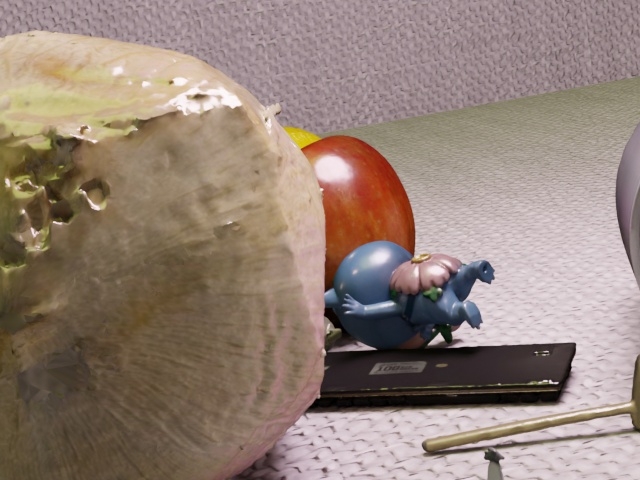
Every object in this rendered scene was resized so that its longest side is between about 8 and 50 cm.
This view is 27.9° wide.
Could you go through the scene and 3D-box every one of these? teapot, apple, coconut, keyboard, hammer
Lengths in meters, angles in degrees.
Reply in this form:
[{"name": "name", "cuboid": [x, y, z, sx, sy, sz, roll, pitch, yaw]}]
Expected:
[{"name": "teapot", "cuboid": [-0.012, 0.101, 1.316, 0.067, 0.057, 0.083, -9, 5, 19]}, {"name": "apple", "cuboid": [0.000, 0.000, 1.428, 0.230, 0.230, 0.230, -9, 11, 2]}, {"name": "coconut", "cuboid": [-0.178, 0.029, 0.986, 0.404, 0.405, 0.404, -9, 11, 2]}, {"name": "keyboard", "cuboid": [0.074, 0.127, 1.192, 0.317, 0.027, 0.106, -5, 16, 22]}, {"name": "hammer", "cuboid": [0.173, 0.135, 1.017, 0.195, 0.060, 0.028, -12, 12, 6]}]

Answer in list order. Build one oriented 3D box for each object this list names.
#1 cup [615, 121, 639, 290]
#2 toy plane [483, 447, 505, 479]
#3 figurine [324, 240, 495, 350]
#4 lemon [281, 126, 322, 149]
[{"name": "cup", "cuboid": [0.396, -0.035, 1.168, 0.253, 0.253, 0.371, -7, 10, 10]}, {"name": "toy plane", "cuboid": [0.151, 0.176, 0.706, 0.251, 0.101, 0.255, -2, 6, -30]}, {"name": "figurine", "cuboid": [0.096, 0.067, 1.258, 0.178, 0.144, 0.114, -3, 47, 46]}, {"name": "lemon", "cuboid": [-0.055, -0.083, 1.956, 0.180, 0.181, 0.193, -3, -9, 28]}]
